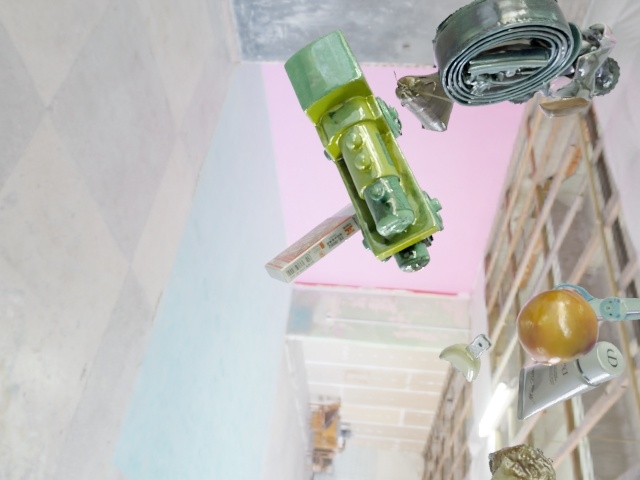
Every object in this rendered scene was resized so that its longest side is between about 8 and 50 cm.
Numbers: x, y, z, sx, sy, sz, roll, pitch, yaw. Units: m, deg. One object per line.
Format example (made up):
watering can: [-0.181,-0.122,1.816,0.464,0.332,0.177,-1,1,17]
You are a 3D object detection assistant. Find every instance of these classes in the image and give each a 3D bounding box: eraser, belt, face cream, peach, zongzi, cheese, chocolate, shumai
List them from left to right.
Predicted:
eraser: [0.000,0.000,1.168,0.038,0.230,0.157,56,-13,-9]
zongzi: [0.242,-0.351,1.260,0.187,0.084,0.184,25,90,-51]
cheese: [0.428,0.327,1.687,0.127,0.049,0.235,51,-30,21]
belt: [0.342,-0.347,1.069,0.206,0.267,0.116,63,16,-61]
shumai: [0.386,0.482,1.162,0.116,0.145,0.146,-16,115,-43]
peach: [0.419,0.150,1.030,0.138,0.137,0.138,3,90,-84]
face cream: [0.576,0.328,1.393,0.314,0.089,0.143,126,-17,-54]
chocolate: [0.555,-0.302,1.334,0.065,0.100,0.031,-104,-177,-60]

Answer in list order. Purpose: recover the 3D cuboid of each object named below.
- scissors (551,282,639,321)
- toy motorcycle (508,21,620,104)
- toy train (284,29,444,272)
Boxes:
scissors: [0.638,0.152,1.280,0.030,0.255,0.125,23,65,-57]
toy motorcycle: [0.613,-0.446,1.473,0.143,0.326,0.188,-112,-163,-57]
toy train: [0.080,-0.127,0.948,0.237,0.150,0.369,38,27,-62]
